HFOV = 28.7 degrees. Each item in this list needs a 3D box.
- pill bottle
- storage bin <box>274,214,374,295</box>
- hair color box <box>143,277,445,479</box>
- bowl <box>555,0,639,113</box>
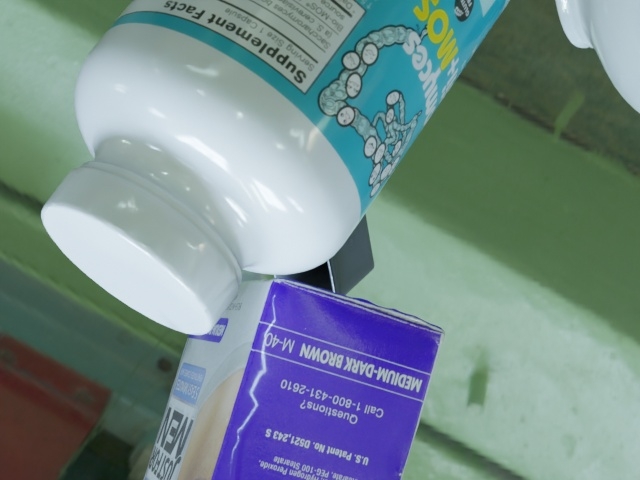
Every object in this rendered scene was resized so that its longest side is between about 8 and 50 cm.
[{"bbox_3d":[-0.016,-0.086,0.595,0.146,0.264,0.146,30,159,13],"label":"pill bottle"},{"bbox_3d":[0.000,0.000,1.347,0.098,0.091,0.135,12,123,39],"label":"storage bin"},{"bbox_3d":[-0.052,0.194,0.702,0.110,0.185,0.339,17,83,-15],"label":"hair color box"},{"bbox_3d":[0.239,-0.202,0.838,0.134,0.298,0.298,4,119,28],"label":"bowl"}]
